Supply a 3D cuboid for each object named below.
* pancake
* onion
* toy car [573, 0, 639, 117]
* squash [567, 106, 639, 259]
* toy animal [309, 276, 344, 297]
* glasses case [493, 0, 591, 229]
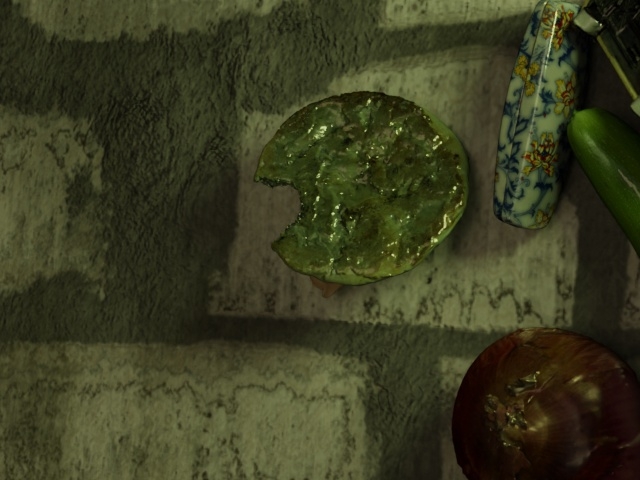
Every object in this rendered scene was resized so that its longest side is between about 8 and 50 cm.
[{"bbox_3d":[0.049,-0.060,2.209,0.253,0.037,0.254,-6,62,11],"label":"pancake"},{"bbox_3d":[0.231,0.202,2.039,0.230,0.163,0.230,0,90,27],"label":"onion"},{"bbox_3d":[0.361,-0.182,2.006,0.101,0.124,0.257,-46,38,21],"label":"toy car"},{"bbox_3d":[0.350,-0.021,2.024,0.082,0.082,0.292,-41,64,25],"label":"squash"},{"bbox_3d":[0.000,0.000,2.267,0.091,0.082,0.114,36,106,31],"label":"toy animal"},{"bbox_3d":[0.238,-0.135,2.111,0.065,0.087,0.248,15,94,39],"label":"glasses case"}]
